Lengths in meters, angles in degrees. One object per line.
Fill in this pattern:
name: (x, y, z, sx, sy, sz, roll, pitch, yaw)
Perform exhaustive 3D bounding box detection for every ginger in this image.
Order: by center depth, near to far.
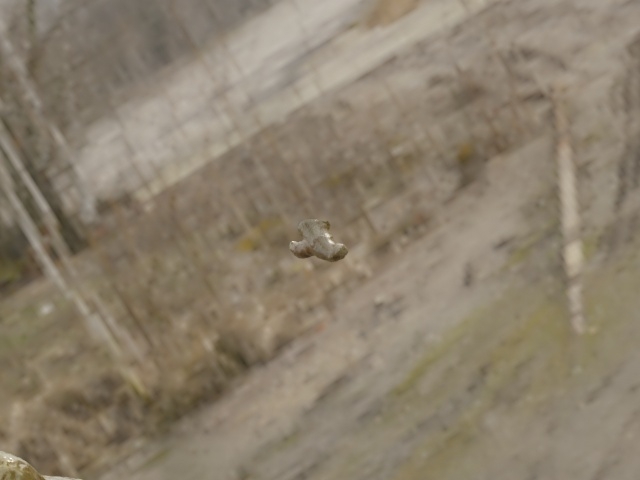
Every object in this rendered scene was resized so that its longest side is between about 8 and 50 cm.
ginger: (0.000, -0.001, 2.028, 0.030, 0.048, 0.097, -3, 6, -39)

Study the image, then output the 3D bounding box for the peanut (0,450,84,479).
peanut: (-0.314, 0.275, 1.869, 0.089, 0.192, 0.089, -161, 90, -73)
